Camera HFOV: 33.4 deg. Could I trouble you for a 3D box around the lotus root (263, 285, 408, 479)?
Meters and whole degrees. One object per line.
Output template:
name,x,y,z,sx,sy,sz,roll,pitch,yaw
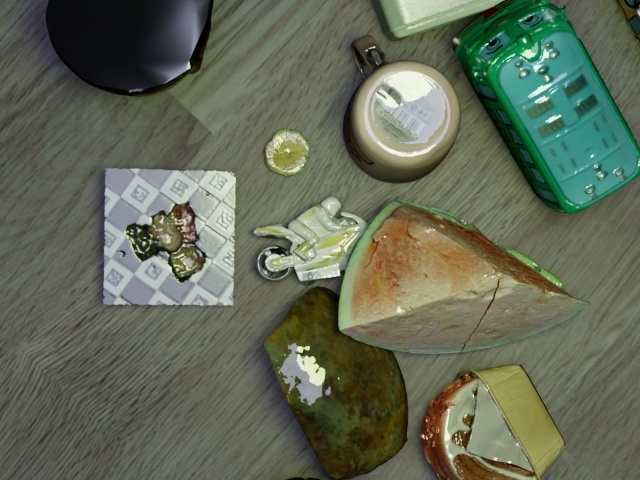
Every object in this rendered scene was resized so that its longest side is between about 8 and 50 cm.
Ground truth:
lotus root,0.033,0.239,1.772,0.210,0.142,0.314,-36,90,-3

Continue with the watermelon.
watermelon,0.221,0.045,1.760,0.319,0.292,0.222,-26,61,30

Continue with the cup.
cup,0.121,-0.225,1.756,0.192,0.200,0.252,-25,88,-1

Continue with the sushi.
sushi,-0.257,-0.006,1.824,0.220,0.047,0.231,1,92,-5

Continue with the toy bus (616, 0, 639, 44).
toy bus,0.584,-0.383,1.797,0.126,0.136,0.209,-29,89,-1

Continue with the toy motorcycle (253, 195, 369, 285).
toy motorcycle,0.000,0.000,1.812,0.229,0.074,0.151,-2,86,1

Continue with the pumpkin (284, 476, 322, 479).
pumpkin,-0.028,0.497,1.752,0.238,0.159,0.237,-2,108,-7

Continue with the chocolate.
chocolate,-0.296,-0.357,1.764,0.284,0.186,0.283,-1,83,8

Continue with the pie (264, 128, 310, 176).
pie,-0.058,-0.153,1.842,0.084,0.020,0.084,0,87,-2

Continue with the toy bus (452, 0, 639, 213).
toy bus,0.373,-0.214,1.714,0.184,0.199,0.343,-33,109,7

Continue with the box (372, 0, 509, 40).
box,0.216,-0.460,1.787,0.312,0.175,0.182,-18,97,-2

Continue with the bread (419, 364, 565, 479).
bread,0.278,0.324,1.780,0.212,0.142,0.224,-29,88,-16
